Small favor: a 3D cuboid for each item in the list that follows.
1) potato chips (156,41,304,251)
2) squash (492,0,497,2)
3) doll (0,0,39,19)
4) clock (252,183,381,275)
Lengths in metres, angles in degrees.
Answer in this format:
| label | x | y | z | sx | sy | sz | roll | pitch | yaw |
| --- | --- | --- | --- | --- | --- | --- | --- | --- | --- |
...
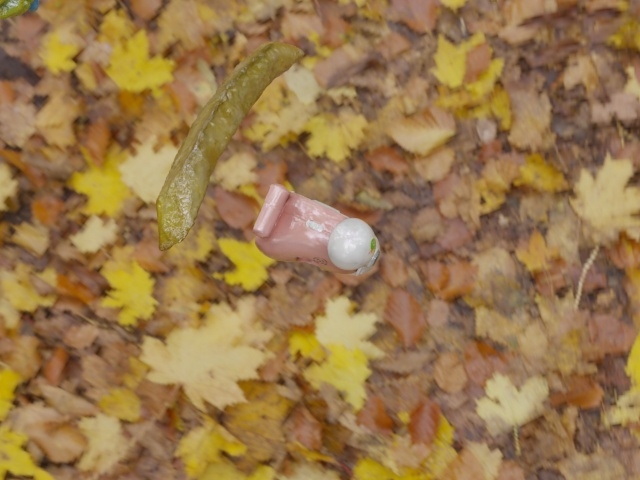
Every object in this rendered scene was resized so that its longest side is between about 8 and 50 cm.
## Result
| label | x | y | z | sx | sy | sz | roll | pitch | yaw |
| --- | --- | --- | --- | --- | --- | --- | --- | --- | --- |
| potato chips | -0.123 | -0.150 | 1.692 | 0.057 | 0.080 | 0.407 | -13 | 36 | 38 |
| squash | 0.150 | -0.368 | 1.542 | 0.189 | 0.189 | 0.260 | 13 | 46 | 19 |
| doll | -0.410 | -0.406 | 1.435 | 0.099 | 0.341 | 0.346 | -32 | 102 | 9 |
| clock | 0.000 | 0.000 | 1.721 | 0.162 | 0.166 | 0.092 | 21 | 86 | 8 |
